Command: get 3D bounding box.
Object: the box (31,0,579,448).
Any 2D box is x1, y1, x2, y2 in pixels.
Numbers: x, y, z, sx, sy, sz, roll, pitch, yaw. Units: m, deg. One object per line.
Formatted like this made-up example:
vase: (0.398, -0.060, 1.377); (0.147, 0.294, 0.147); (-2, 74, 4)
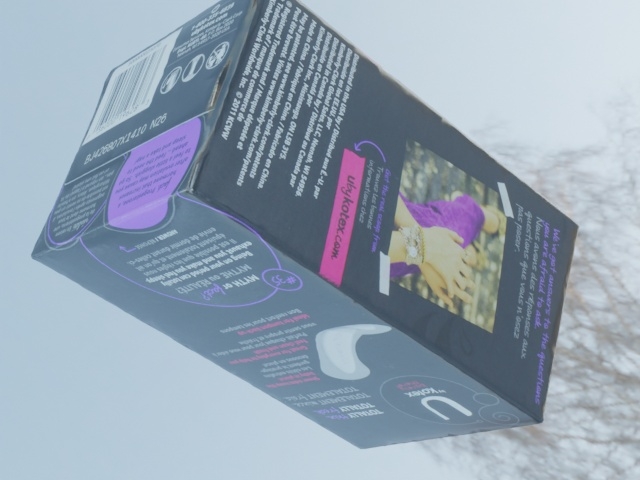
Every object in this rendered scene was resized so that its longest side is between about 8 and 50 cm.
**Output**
box: (0.000, 0.000, 0.706); (0.270, 0.165, 0.143); (35, -123, -30)
